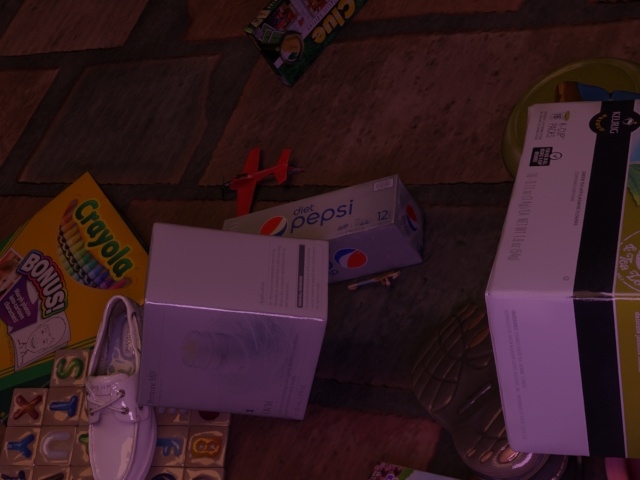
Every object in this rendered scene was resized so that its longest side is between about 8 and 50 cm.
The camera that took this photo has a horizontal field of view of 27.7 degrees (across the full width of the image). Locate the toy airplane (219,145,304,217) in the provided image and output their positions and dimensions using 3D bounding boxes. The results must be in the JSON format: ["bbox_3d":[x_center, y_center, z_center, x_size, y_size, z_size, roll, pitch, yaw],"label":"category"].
[{"bbox_3d":[-0.097,-0.099,2.036,0.151,0.028,0.151,-19,47,22],"label":"toy airplane"}]

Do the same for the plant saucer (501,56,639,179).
[{"bbox_3d":[0.353,-0.168,1.770,0.241,0.037,0.241,-20,45,21],"label":"plant saucer"}]

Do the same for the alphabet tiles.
[{"bbox_3d":[-0.284,0.281,1.768,0.342,0.011,0.285,-3,64,18],"label":"alphabet tiles"}]

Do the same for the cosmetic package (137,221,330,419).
[{"bbox_3d":[-0.115,0.107,1.655,0.225,0.224,0.138,7,48,-5],"label":"cosmetic package"}]

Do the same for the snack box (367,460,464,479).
[{"bbox_3d":[0.102,0.344,1.428,0.207,0.070,0.174,-1,53,56],"label":"snack box"}]

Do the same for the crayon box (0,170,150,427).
[{"bbox_3d":[-0.399,0.098,2.018,0.313,0.106,0.363,-41,43,-2],"label":"crayon box"}]

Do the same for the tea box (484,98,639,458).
[{"bbox_3d":[0.356,0.031,1.296,0.323,0.220,0.329,0,39,17],"label":"tea box"}]

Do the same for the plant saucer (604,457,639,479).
[{"bbox_3d":[0.451,0.224,1.271,0.332,0.084,0.332,-12,38,9],"label":"plant saucer"}]

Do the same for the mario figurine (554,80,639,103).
[{"bbox_3d":[0.441,-0.115,1.550,0.320,0.170,0.198,0,17,9],"label":"mario figurine"}]

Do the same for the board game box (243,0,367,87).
[{"bbox_3d":[-0.006,-0.393,2.152,0.030,0.136,0.259,29,74,43],"label":"board game box"}]

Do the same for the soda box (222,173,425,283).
[{"bbox_3d":[0.000,0.000,1.827,0.286,0.098,0.091,-14,48,26],"label":"soda box"}]

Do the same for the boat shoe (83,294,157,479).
[{"bbox_3d":[-0.278,0.205,1.740,0.098,0.096,0.277,-9,62,15],"label":"boat shoe"}]

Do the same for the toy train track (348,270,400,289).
[{"bbox_3d":[0.075,0.058,1.782,0.083,0.014,0.048,-16,5,35],"label":"toy train track"}]

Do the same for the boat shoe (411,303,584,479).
[{"bbox_3d":[0.202,0.197,1.491,0.132,0.130,0.355,-40,22,11],"label":"boat shoe"}]
